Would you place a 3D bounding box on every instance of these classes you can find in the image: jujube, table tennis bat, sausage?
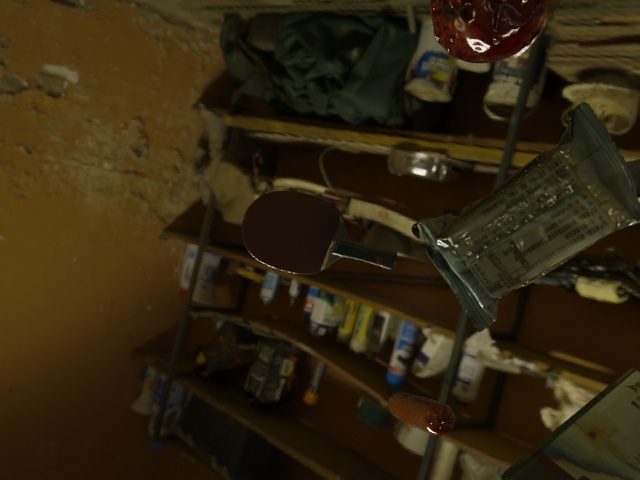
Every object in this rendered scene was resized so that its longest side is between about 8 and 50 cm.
[{"bbox_3d":[0.225,-0.310,0.927,0.155,0.155,0.230,15,-160,-4],"label":"jujube"},{"bbox_3d":[0.000,0.000,1.196,0.274,0.154,0.021,15,-151,-8],"label":"table tennis bat"},{"bbox_3d":[0.170,0.297,1.208,0.053,0.053,0.348,15,170,-4],"label":"sausage"}]

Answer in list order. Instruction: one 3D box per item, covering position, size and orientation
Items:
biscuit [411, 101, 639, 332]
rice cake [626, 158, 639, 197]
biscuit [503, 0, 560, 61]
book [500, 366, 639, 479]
[{"bbox_3d":[0.280,-0.026,0.950,0.186,0.309,0.079,54,-144,8],"label":"biscuit"},{"bbox_3d":[0.678,-0.137,1.314,0.399,0.070,0.064,-13,-166,-19],"label":"rice cake"},{"bbox_3d":[0.448,-0.514,1.472,0.049,0.257,0.273,17,165,-10],"label":"biscuit"},{"bbox_3d":[0.461,0.352,1.126,0.201,0.289,0.026,38,-162,-12],"label":"book"}]
